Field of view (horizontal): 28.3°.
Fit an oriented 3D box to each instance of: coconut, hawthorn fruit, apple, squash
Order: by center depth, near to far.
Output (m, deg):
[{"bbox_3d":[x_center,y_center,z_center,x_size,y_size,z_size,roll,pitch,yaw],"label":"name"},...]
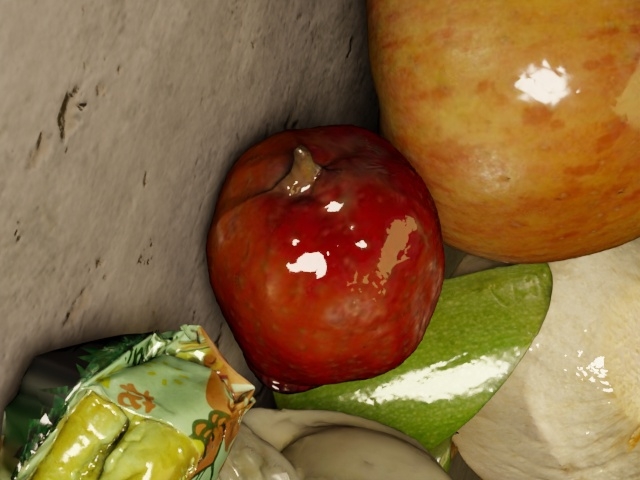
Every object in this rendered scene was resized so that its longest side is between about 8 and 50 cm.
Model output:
[{"bbox_3d":[0.000,0.000,1.051,0.215,0.215,0.250,-63,150,-28],"label":"hawthorn fruit"},{"bbox_3d":[0.212,-0.172,1.195,0.400,0.333,0.400,-3,90,-87],"label":"apple"},{"bbox_3d":[0.100,0.155,1.222,0.111,0.288,0.203,-104,-178,-63],"label":"squash"},{"bbox_3d":[0.256,0.128,1.355,0.329,0.328,0.329,-47,145,-49],"label":"coconut"}]

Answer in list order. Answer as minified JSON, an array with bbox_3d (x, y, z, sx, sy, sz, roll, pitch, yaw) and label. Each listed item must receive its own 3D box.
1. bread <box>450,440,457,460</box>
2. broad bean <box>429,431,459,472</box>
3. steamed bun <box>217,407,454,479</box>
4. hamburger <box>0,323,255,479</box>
[{"bbox_3d":[0.078,0.207,1.436,0.250,0.133,0.179,-59,151,-47],"label":"bread"},{"bbox_3d":[0.030,0.288,1.287,0.318,0.056,0.098,-47,-160,22],"label":"broad bean"},{"bbox_3d":[-0.002,0.298,1.078,0.219,0.309,0.324,-24,128,-69],"label":"steamed bun"},{"bbox_3d":[-0.153,0.176,0.872,0.235,0.125,0.214,-27,140,-65],"label":"hamburger"}]
